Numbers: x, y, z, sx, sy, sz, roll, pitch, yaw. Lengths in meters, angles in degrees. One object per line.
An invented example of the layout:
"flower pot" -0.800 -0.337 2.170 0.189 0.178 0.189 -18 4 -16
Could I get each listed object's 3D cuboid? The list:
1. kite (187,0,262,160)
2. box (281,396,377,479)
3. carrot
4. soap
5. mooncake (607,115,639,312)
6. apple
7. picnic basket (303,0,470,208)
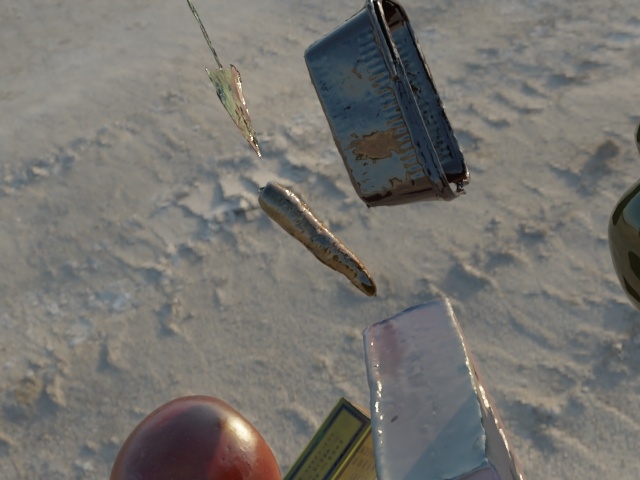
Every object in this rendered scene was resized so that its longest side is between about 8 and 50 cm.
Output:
"kite" -0.075 -0.130 0.709 0.005 0.152 0.137 -21 7 7
"box" 0.010 0.435 1.659 0.084 0.193 0.301 34 87 30
"carrot" -0.001 0.001 0.949 0.035 0.165 0.035 -46 5 6
"soap" 0.140 0.245 0.870 0.107 0.296 0.285 -23 24 10
"mooncake" 0.511 -0.003 0.860 0.262 0.467 0.467 -20 35 -26
"apple" -0.158 0.313 1.176 0.201 0.218 0.218 -31 40 -32
"picnic basket" 0.089 -0.181 1.273 0.129 0.296 0.222 -20 5 20
